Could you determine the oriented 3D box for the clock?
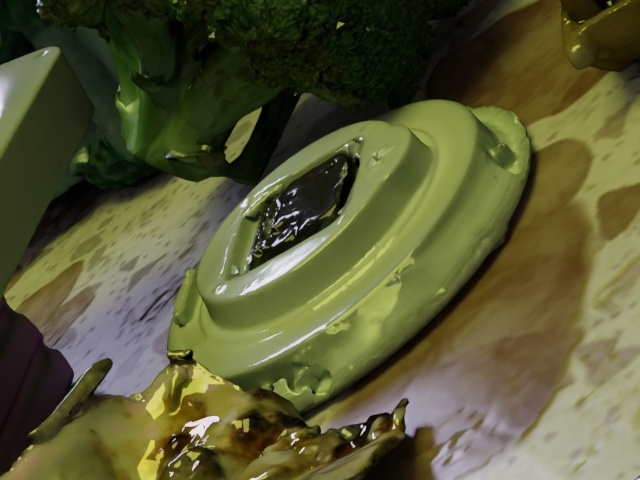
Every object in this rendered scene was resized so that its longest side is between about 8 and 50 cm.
[{"bbox_3d":[0.000,0.000,0.900,0.236,0.053,0.236,-36,20,16],"label":"clock"}]

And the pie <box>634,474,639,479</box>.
[{"bbox_3d":[0.094,0.123,0.507,0.153,0.038,0.153,-37,19,15],"label":"pie"}]

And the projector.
[{"bbox_3d":[-0.276,-0.002,0.987,0.257,0.079,0.259,-19,29,20],"label":"projector"}]

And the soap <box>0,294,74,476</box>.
[{"bbox_3d":[-0.215,0.104,0.972,0.065,0.122,0.203,-32,22,23],"label":"soap"}]

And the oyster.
[{"bbox_3d":[-0.079,0.160,0.680,0.201,0.107,0.354,-8,21,23],"label":"oyster"}]

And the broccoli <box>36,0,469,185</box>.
[{"bbox_3d":[-0.047,-0.162,1.051,0.308,0.307,0.275,-103,28,-67],"label":"broccoli"}]

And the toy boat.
[{"bbox_3d":[0.150,-0.160,0.901,0.068,0.088,0.226,-32,24,26],"label":"toy boat"}]

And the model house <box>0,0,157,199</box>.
[{"bbox_3d":[-0.301,-0.136,1.352,0.329,0.295,0.252,-30,19,20],"label":"model house"}]
